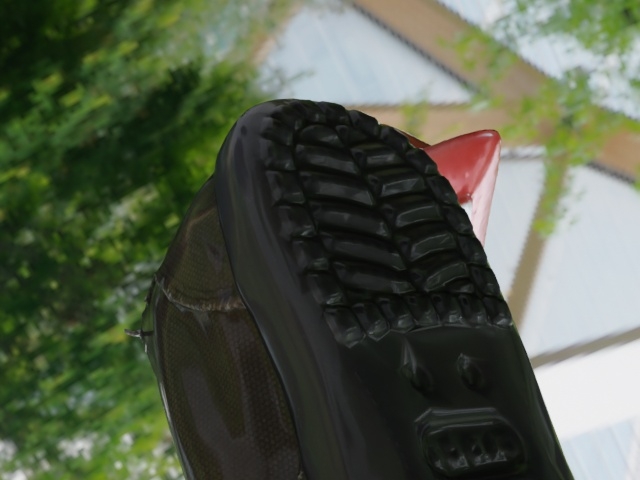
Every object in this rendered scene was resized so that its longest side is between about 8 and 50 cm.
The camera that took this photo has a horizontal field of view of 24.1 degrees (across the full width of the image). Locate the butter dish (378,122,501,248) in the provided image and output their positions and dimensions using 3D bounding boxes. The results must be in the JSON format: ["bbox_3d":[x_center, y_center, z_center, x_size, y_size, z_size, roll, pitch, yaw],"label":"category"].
[{"bbox_3d":[0.000,0.000,0.789,0.159,0.160,0.118,-23,-131,-25],"label":"butter dish"}]

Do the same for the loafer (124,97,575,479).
[{"bbox_3d":[0.028,0.131,0.497,0.130,0.133,0.366,-43,-129,40],"label":"loafer"}]
